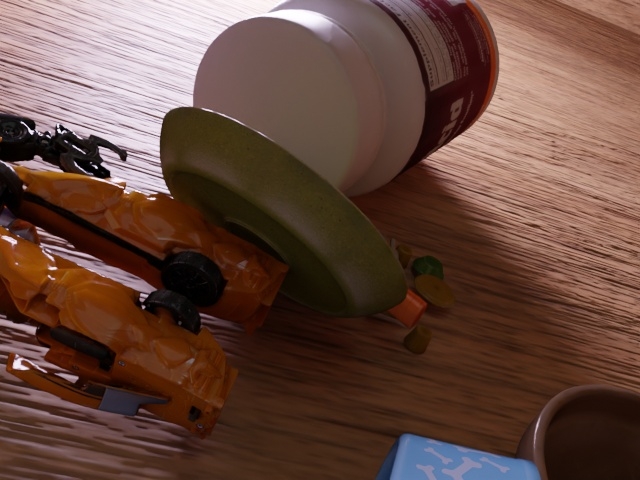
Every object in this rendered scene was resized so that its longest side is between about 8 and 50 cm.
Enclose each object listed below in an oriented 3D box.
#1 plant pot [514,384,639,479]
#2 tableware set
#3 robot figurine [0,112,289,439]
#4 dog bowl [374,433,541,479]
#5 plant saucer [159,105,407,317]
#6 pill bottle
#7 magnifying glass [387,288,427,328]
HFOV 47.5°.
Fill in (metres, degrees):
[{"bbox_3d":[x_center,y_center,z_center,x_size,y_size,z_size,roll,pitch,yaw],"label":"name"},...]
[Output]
[{"bbox_3d":[0.224,0.224,0.496,0.237,0.110,0.237,17,34,-12],"label":"plant pot"},{"bbox_3d":[0.088,0.053,0.731,0.103,0.024,0.154,23,31,-10],"label":"tableware set"},{"bbox_3d":[-0.181,0.018,0.520,0.290,0.085,0.211,26,44,-1],"label":"robot figurine"},{"bbox_3d":[0.034,0.192,0.326,0.074,0.166,0.297,24,14,7],"label":"dog bowl"},{"bbox_3d":[-0.041,-0.008,0.584,0.240,0.241,0.037,33,71,12],"label":"plant saucer"},{"bbox_3d":[0.047,-0.179,0.842,0.224,0.224,0.392,35,34,15],"label":"pill bottle"},{"bbox_3d":[0.000,0.000,0.673,0.231,0.092,0.026,37,36,18],"label":"magnifying glass"}]
